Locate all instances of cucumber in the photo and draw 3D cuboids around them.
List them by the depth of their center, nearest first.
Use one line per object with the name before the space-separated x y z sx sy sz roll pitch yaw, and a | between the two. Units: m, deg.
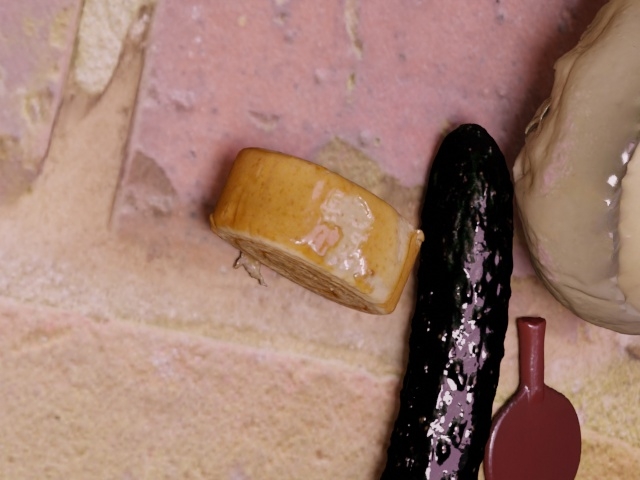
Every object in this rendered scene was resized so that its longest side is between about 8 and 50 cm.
cucumber | 0.094 0.069 1.326 0.081 0.072 0.303 13 85 -8

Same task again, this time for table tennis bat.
table tennis bat | 0.161 0.134 1.417 0.098 0.019 0.155 -8 101 -35

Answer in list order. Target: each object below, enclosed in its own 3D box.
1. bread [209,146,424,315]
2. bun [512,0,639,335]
bread | 0.000 0.000 1.224 0.149 0.122 0.073 30 79 -33
bun | 0.238 -0.072 1.381 0.287 0.146 0.287 -24 123 -43
